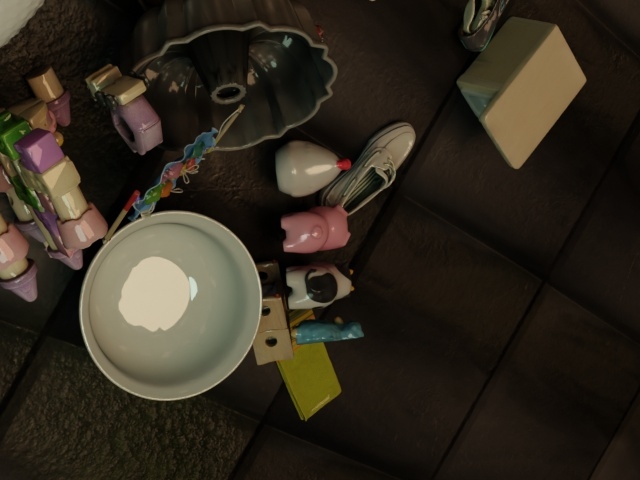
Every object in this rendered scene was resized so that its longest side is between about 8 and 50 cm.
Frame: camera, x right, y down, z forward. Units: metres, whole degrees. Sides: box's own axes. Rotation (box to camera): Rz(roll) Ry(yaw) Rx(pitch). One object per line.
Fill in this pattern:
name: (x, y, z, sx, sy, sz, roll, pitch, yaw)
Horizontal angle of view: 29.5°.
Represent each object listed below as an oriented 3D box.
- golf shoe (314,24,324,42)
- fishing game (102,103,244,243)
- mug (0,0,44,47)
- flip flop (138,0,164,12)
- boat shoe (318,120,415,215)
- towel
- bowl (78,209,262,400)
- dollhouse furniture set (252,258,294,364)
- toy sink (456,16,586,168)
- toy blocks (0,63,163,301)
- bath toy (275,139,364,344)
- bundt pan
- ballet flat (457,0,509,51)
golf shoe: (-0.057, -0.271, 1.992, 0.085, 0.067, 0.186, 13, 102, -12)
fishing game: (-0.210, -0.089, 1.772, 0.041, 0.189, 0.264, 44, 46, 0)
mug: (-0.485, -0.420, 1.502, 0.374, 0.276, 0.328, 27, 101, -10)
flip flop: (-0.219, -0.381, 1.805, 0.112, 0.080, 0.277, -47, 131, -11)
boat shoe: (0.099, -0.118, 2.155, 0.226, 0.075, 0.083, -46, 129, -12)
towel: (-0.029, 0.221, 2.241, 0.102, 0.021, 0.237, -34, 126, -20)
bowl: (-0.250, 0.094, 1.928, 0.297, 0.134, 0.298, -3, 99, -23)
dollhouse furniture set: (-0.149, 0.131, 2.073, 0.183, 0.129, 0.129, -10, 118, 0)
toy sink: (0.352, -0.272, 2.242, 0.234, 0.131, 0.153, -52, 130, -13)
toy blocks: (-0.371, -0.063, 1.700, 0.309, 0.288, 0.260, -37, 123, -22)
bath toy: (0.000, 0.000, 2.062, 0.129, 0.151, 0.348, -6, 98, 1)
bundt pan: (-0.146, -0.265, 1.802, 0.330, 0.124, 0.331, -11, 154, -5)
ballet flat: (0.304, -0.438, 2.177, 0.074, 0.074, 0.203, 22, 98, -40)
